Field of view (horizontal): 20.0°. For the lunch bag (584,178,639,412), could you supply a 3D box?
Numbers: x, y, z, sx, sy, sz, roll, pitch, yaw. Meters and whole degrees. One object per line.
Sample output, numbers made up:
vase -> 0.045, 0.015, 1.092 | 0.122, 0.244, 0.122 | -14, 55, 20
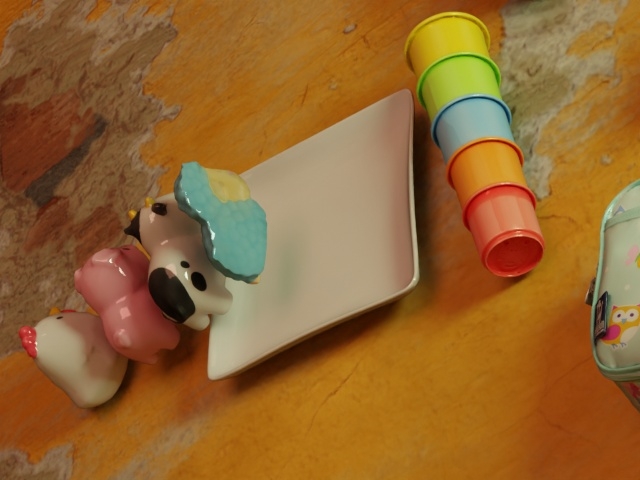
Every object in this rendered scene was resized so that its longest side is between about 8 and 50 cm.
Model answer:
lunch bag -> 0.353, 0.021, 1.506 | 0.279, 0.108, 0.224 | -17, 49, 36

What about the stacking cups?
stacking cups -> 0.158, -0.091, 1.830 | 0.096, 0.096, 0.316 | -33, 45, 23

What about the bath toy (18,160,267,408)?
bath toy -> -0.207, 0.053, 1.995 | 0.348, 0.129, 0.151 | -40, 37, 34

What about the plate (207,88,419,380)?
plate -> 0.000, 0.000, 1.941 | 0.278, 0.045, 0.277 | -27, 43, 29
